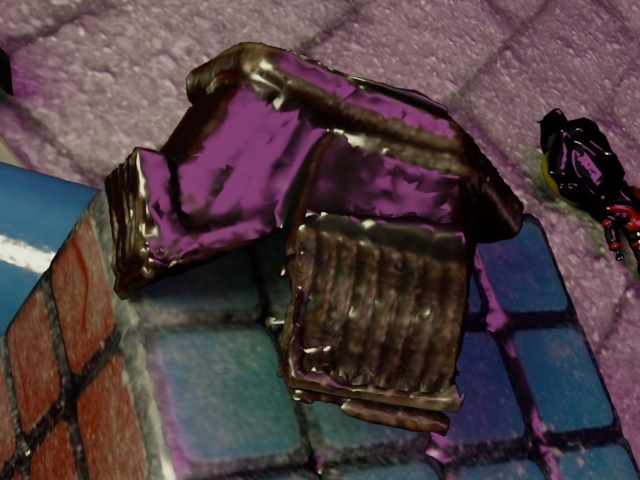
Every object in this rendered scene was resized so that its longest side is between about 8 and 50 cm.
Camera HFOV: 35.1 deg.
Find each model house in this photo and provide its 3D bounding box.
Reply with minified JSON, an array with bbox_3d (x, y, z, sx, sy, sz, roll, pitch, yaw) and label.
[{"bbox_3d":[-0.006,0.001,0.504,0.203,0.141,0.164,19,69,6],"label":"model house"}]

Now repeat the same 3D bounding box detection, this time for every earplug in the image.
[{"bbox_3d":[-0.304,-0.019,0.727,0.273,0.132,0.132,20,49,-2],"label":"earplug"}]

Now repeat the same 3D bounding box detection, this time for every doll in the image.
[{"bbox_3d":[0.360,-0.065,1.304,0.249,0.088,0.127,46,24,-14],"label":"doll"}]

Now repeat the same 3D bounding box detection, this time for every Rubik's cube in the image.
[{"bbox_3d":[-0.021,0.194,0.659,0.337,0.344,0.344,0,62,-37],"label":"Rubik's cube"}]

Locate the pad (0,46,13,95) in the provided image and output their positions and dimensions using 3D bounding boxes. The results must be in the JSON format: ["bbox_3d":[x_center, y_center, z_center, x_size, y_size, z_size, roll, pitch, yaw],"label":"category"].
[{"bbox_3d":[-0.324,-0.194,0.871,0.157,0.112,0.003,44,72,-3],"label":"pad"}]

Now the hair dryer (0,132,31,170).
[{"bbox_3d":[-0.213,-0.041,0.891,0.167,0.067,0.199,47,34,8],"label":"hair dryer"}]
